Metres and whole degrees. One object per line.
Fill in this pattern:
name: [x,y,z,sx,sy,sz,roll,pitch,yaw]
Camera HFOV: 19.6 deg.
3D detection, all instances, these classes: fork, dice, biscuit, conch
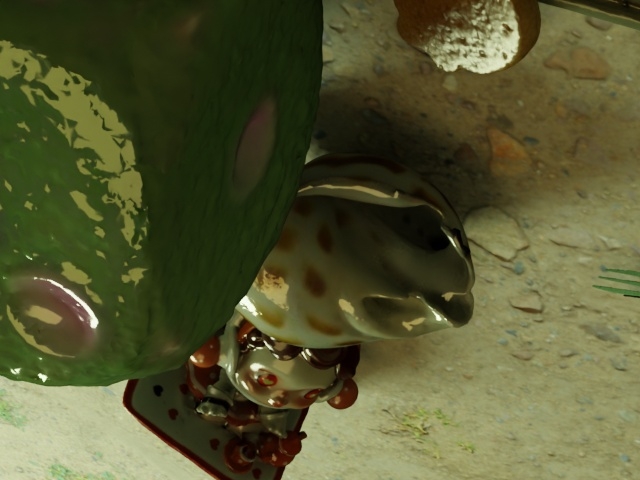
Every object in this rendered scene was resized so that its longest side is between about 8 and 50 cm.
fork: [0.338,0.075,1.534,0.235,0.021,0.039,26,149,1]
dice: [-0.195,-0.108,1.336,0.330,0.318,0.322,18,128,15]
biscuit: [0.099,-0.205,1.301,0.166,0.036,0.225,25,145,33]
conch: [0.000,0.000,1.547,0.275,0.148,0.182,14,113,4]

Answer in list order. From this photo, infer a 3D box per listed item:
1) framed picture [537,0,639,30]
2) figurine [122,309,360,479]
framed picture: [0.270,-0.212,1.215,0.324,0.020,0.240,17,144,14]
figurine: [-0.034,0.107,1.724,0.183,0.160,0.226,38,136,-16]
